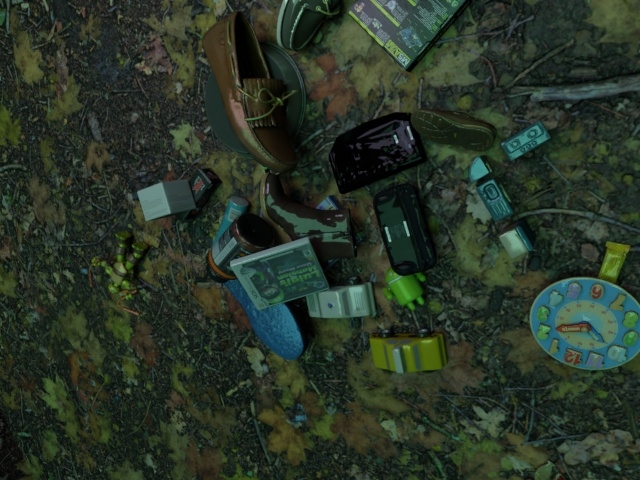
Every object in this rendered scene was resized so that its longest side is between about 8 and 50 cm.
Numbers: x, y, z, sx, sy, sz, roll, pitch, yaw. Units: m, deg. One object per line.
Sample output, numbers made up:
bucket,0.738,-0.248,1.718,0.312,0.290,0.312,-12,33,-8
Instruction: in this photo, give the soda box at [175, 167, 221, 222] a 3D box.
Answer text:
soda box,-0.353,-0.126,1.350,0.060,0.053,0.169,49,117,10

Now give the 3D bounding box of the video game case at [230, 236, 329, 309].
video game case,-0.091,0.083,1.131,0.191,0.022,0.173,-18,133,5

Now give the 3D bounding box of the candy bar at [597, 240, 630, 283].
candy bar,0.563,0.081,0.945,0.040,0.018,0.161,16,109,23

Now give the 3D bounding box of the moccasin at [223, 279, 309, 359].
moccasin,-0.136,0.154,1.272,0.138,0.117,0.342,-39,77,16

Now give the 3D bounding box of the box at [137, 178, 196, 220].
box,-0.416,-0.110,1.297,0.101,0.102,0.087,-13,96,30

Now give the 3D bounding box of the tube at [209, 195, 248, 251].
tube,-0.254,-0.024,1.328,0.080,0.052,0.207,37,121,21

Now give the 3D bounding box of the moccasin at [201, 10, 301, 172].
moccasin,-0.139,-0.336,1.094,0.147,0.139,0.379,-26,80,38

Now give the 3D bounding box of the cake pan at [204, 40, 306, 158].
cake pan,-0.177,-0.352,1.208,0.294,0.054,0.292,6,104,26

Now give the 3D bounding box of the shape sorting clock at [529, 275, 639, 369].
shape sorting clock,0.529,0.168,0.954,0.206,0.040,0.206,14,120,26

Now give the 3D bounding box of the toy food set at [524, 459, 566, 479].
toy food set,0.507,0.558,1.084,0.078,0.019,0.122,40,108,14

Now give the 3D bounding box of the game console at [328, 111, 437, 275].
game console,0.152,-0.096,1.080,0.213,0.044,0.360,-19,84,29

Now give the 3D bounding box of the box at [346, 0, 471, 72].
box,0.181,-0.488,0.999,0.190,0.045,0.184,48,120,9

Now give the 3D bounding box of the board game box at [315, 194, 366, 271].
board game box,0.000,0.000,1.207,0.201,0.035,0.136,-41,81,29

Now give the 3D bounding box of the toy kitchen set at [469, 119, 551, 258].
toy kitchen set,0.400,-0.100,0.928,0.166,0.122,0.207,-32,86,29

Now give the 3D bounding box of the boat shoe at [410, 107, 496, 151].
boat shoe,0.278,-0.237,0.999,0.178,0.060,0.064,22,138,19

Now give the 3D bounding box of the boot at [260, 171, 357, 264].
boot,-0.026,-0.059,1.152,0.207,0.090,0.248,-11,97,20

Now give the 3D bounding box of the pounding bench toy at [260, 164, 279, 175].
pounding bench toy,-0.121,-0.186,1.199,0.065,0.083,0.052,-21,91,29

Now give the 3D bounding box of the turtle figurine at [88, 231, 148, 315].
turtle figurine,-0.619,0.097,1.519,0.270,0.087,0.217,35,108,26

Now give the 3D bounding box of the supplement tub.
supplement tub,-0.204,0.027,1.161,0.106,0.106,0.198,52,129,8

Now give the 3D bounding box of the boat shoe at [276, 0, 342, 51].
boat shoe,0.007,-0.546,1.037,0.091,0.109,0.304,40,112,19

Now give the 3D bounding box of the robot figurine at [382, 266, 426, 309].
robot figurine,0.195,0.104,1.112,0.101,0.067,0.115,-30,85,2

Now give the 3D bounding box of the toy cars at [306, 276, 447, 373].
toy cars,0.116,0.212,1.165,0.394,0.087,0.176,36,115,16
